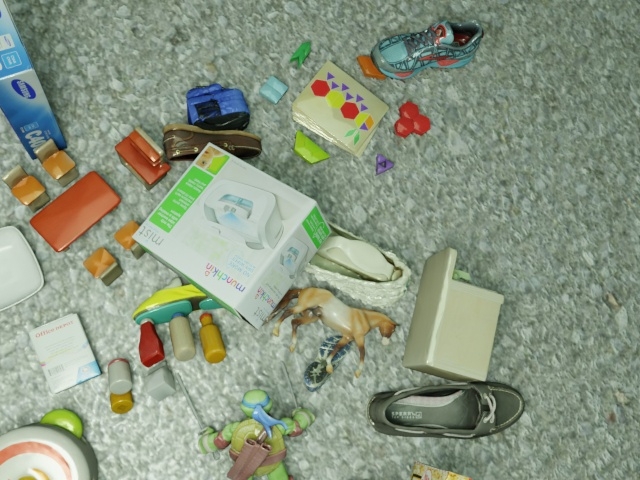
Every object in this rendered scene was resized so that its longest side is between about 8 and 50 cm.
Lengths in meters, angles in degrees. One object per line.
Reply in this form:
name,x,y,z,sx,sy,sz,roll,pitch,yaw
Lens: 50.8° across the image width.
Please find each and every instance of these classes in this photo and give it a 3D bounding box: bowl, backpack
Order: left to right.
bowl,-0.587,0.059,1.231,0.142,0.053,0.142,-26,84,-15
backpack,-0.205,-0.261,1.351,0.120,0.098,0.101,-14,78,-13

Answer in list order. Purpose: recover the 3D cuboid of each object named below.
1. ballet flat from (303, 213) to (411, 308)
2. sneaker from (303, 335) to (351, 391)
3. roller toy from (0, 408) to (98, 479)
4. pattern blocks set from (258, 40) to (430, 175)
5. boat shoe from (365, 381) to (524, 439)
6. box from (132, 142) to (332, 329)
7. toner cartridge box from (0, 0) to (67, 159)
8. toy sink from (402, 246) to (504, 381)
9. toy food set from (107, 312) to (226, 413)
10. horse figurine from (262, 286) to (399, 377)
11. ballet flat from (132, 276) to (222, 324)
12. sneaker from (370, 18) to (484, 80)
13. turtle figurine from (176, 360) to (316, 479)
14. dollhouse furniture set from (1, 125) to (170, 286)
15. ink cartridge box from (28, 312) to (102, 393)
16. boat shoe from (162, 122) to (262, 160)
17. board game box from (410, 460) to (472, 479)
ballet flat,0.000,0.000,1.321,0.409,0.147,0.146,24,75,-5
sneaker,0.010,0.241,1.318,0.052,0.058,0.135,31,51,21
roller toy,-0.479,0.408,1.132,0.191,0.146,0.209,-20,84,-14
pattern blocks set,0.046,-0.278,1.440,0.325,0.026,0.285,45,73,0
boat shoe,0.257,0.336,1.320,0.336,0.095,0.112,0,79,-11
box,-0.157,-0.010,1.212,0.262,0.126,0.231,31,76,27
toner cartridge box,-0.524,-0.276,1.160,0.075,0.348,0.165,-25,85,-16
toy sink,0.267,0.151,1.332,0.131,0.153,0.234,17,75,-8
toy food set,-0.299,0.210,1.234,0.232,0.111,0.104,-31,43,5
horse figurine,0.013,0.160,1.309,0.264,0.066,0.174,25,50,6
ballet flat,-0.245,0.103,1.288,0.231,0.077,0.077,-11,60,-16
sneaker,0.231,-0.430,1.449,0.262,0.125,0.104,-17,77,-20
turtle figurine,-0.112,0.374,1.237,0.198,0.275,0.266,-9,101,-35
dollhouse furniture set,-0.411,-0.089,1.254,0.262,0.135,0.259,46,74,0
ink cartridge box,-0.462,0.205,1.227,0.089,0.052,0.122,-22,85,-15
boat shoe,-0.209,-0.176,1.323,0.207,0.073,0.073,0,66,-30
board game box,0.173,0.468,1.096,0.045,0.147,0.193,20,75,-9
